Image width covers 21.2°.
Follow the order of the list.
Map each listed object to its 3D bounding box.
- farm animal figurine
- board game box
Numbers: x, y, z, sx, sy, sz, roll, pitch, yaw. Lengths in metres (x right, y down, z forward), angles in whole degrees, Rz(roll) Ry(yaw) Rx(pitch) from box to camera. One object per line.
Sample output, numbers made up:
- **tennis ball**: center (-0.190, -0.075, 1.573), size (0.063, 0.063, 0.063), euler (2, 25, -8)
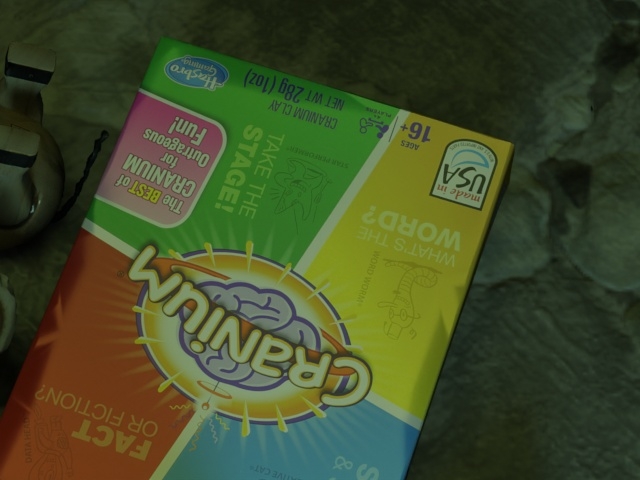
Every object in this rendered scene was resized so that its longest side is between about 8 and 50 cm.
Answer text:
- **farm animal figurine**: center (-0.303, -0.083, 1.103), size (0.327, 0.172, 0.330), euler (25, 53, -3)
- **board game box**: center (-0.040, 0.053, 1.053), size (0.242, 0.064, 0.316), euler (17, 70, 7)
